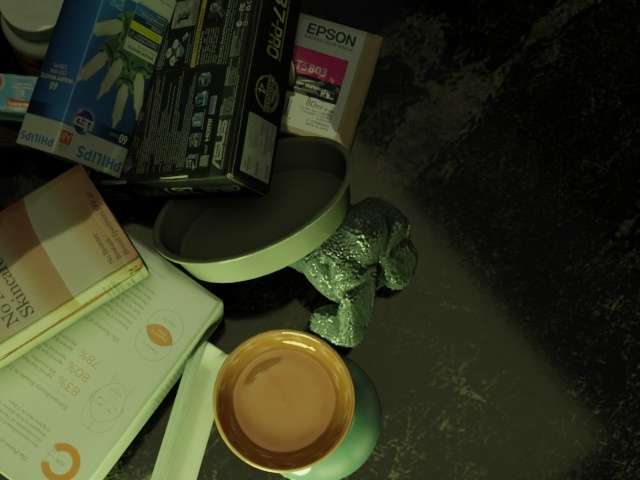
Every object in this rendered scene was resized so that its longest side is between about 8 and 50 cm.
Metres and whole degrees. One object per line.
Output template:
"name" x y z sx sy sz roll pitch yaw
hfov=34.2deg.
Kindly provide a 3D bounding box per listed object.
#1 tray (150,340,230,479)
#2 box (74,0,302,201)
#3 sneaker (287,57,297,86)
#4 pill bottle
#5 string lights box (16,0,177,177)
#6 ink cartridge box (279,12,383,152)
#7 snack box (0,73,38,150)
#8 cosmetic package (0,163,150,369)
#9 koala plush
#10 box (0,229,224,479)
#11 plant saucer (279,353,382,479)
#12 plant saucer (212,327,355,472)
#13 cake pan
"tray" -0.188 0.275 1.426 0.030 0.145 0.270 13 78 11
"box" -0.186 -0.255 1.464 0.318 0.097 0.395 -1 75 35
"sneaker" -0.094 -0.286 1.498 0.075 0.057 0.161 -21 83 -13
"pill bottle" -0.386 -0.301 1.483 0.121 0.221 0.121 1 79 -4
"string lights box" -0.297 -0.228 1.391 0.076 0.133 0.260 16 87 32
"ink cartridge box" -0.043 -0.241 1.567 0.234 0.088 0.193 16 79 0
"snack box" -0.531 -0.188 1.468 0.321 0.187 0.060 5 79 -3
"cosmetic package" -0.379 0.052 1.290 0.296 0.129 0.153 -34 83 -9
"koala plush" 0.000 0.000 1.485 0.221 0.203 0.196 27 59 27
"box" -0.318 0.170 1.422 0.215 0.168 0.345 36 78 3
"plant saucer" -0.005 0.252 1.497 0.194 0.037 0.195 1 79 -5
"plant saucer" -0.051 0.225 1.460 0.199 0.037 0.200 0 77 0
"cake pan" -0.085 -0.042 1.420 0.293 0.293 0.054 -29 121 -9
